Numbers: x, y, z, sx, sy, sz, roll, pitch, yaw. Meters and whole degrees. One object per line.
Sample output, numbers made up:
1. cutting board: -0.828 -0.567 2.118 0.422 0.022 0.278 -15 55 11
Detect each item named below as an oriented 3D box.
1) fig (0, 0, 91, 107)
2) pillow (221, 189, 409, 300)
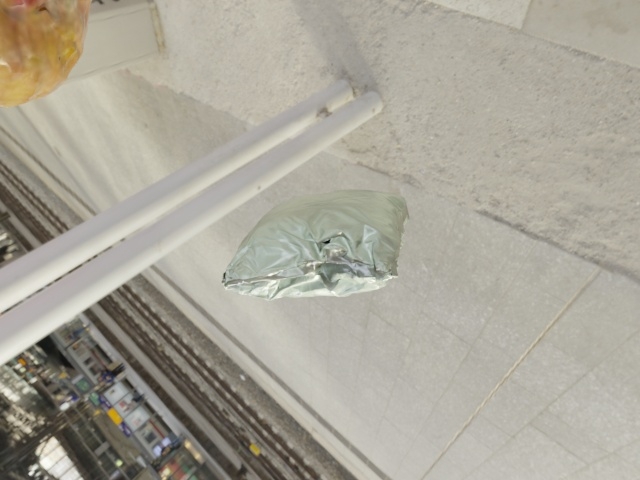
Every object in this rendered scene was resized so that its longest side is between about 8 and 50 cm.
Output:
1. fig: -0.427 -0.271 0.392 0.368 0.286 0.286 6 136 8
2. pillow: 0.000 0.000 0.709 0.283 0.310 0.138 -4 111 15
